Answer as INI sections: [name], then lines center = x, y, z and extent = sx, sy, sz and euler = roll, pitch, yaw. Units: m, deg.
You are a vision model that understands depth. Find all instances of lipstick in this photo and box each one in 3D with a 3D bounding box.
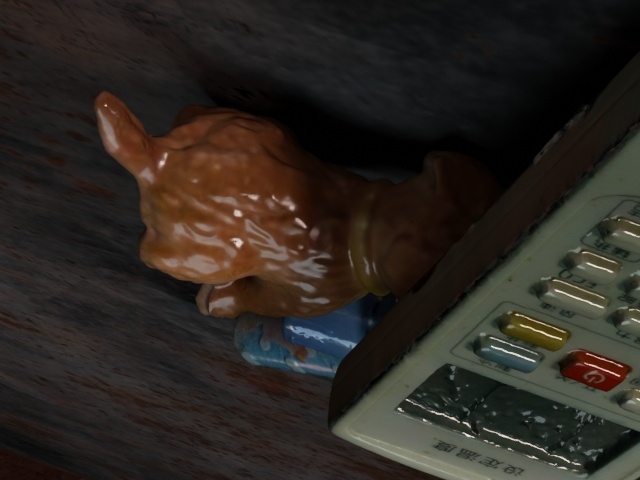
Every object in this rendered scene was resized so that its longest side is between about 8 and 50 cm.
[lipstick]
center = 0.007, 0.074, 1.180
extent = 0.158, 0.048, 0.048
euler = 5, 158, 44

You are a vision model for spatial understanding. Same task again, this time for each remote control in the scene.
[remote control]
center = 0.128, 0.024, 0.679
extent = 0.145, 0.050, 0.344
euler = 20, 147, -12

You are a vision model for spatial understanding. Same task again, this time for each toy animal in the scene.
[toy animal]
center = 0.002, -0.013, 0.797
extent = 0.185, 0.104, 0.184
euler = 16, 165, 30

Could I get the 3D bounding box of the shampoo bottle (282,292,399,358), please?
[shampoo bottle]
center = 0.102, 0.076, 1.042
extent = 0.258, 0.061, 0.104
euler = 17, 165, 10
